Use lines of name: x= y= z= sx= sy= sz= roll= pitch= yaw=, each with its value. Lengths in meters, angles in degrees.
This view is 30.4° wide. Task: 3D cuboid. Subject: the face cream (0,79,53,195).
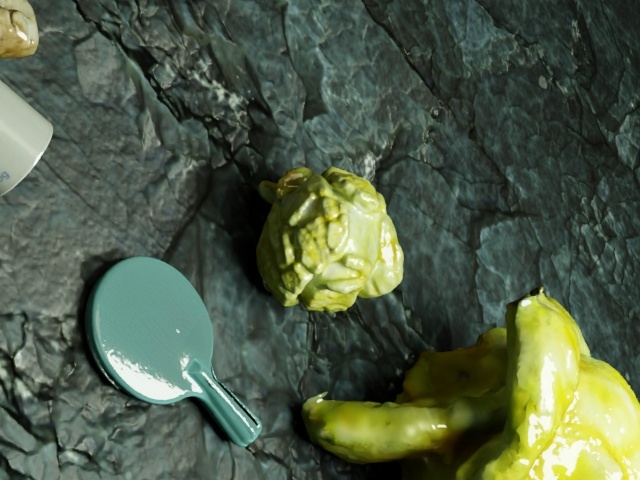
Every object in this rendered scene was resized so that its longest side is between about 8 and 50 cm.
face cream: x=-0.308 y=-0.134 z=0.835 sx=0.250 sy=0.077 sz=0.077 roll=43 pitch=47 yaw=-31

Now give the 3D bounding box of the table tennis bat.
table tennis bat: x=-0.119 y=0.102 z=1.003 sx=0.201 sy=0.033 sz=0.124 roll=50 pitch=45 yaw=-21

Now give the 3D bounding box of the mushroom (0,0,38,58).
mushroom: x=-0.288 y=-0.229 z=0.900 sx=0.094 sy=0.072 sz=0.209 roll=-18 pitch=84 yaw=-53

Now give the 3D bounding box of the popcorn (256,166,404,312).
popcorn: x=0.000 y=0.000 z=1.106 sx=0.135 sy=0.141 sz=0.162 roll=-43 pitch=89 yaw=-10

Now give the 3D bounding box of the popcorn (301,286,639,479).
popcorn: x=0.185 y=0.202 z=1.108 sx=0.321 sy=0.325 sz=0.290 roll=-17 pitch=52 yaw=-33
